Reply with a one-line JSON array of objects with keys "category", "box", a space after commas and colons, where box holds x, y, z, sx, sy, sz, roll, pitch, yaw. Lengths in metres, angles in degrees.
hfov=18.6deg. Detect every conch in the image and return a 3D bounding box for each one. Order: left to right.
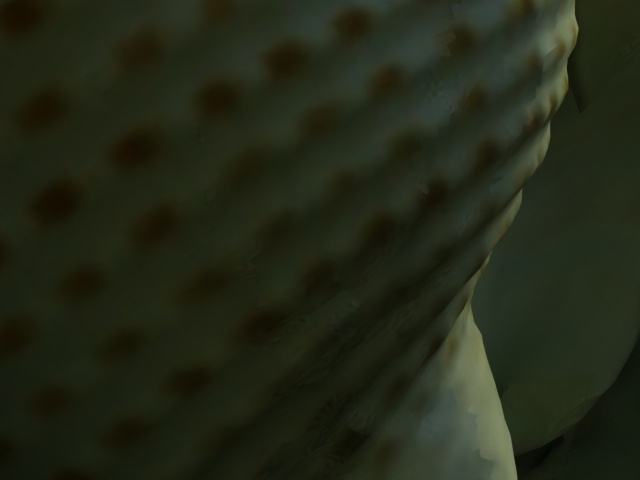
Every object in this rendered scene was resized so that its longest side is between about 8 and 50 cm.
[{"category": "conch", "box": [-0.013, -0.006, 0.488, 0.215, 0.319, 0.303, 10, 18, 37]}]
